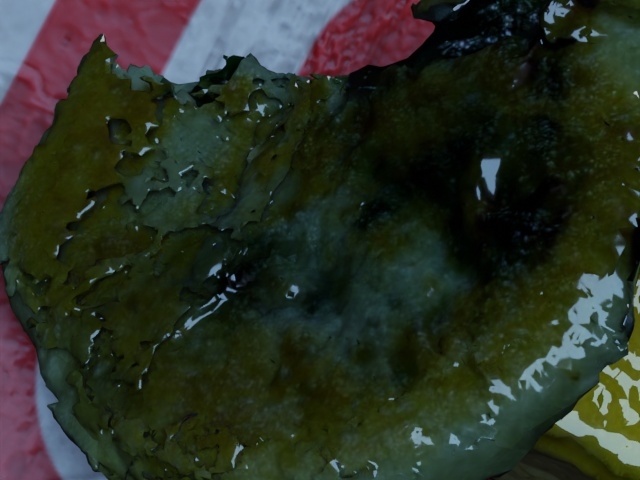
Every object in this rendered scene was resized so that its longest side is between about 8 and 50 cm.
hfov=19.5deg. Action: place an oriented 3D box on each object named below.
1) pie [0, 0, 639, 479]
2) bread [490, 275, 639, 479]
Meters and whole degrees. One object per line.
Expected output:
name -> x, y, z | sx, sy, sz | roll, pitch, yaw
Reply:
pie -> 0.000, 0.000, 0.909 | 0.371, 0.078, 0.296 | -13, 61, 20
bread -> 0.212, 0.011, 1.011 | 0.323, 0.143, 0.333 | 31, 75, -2
